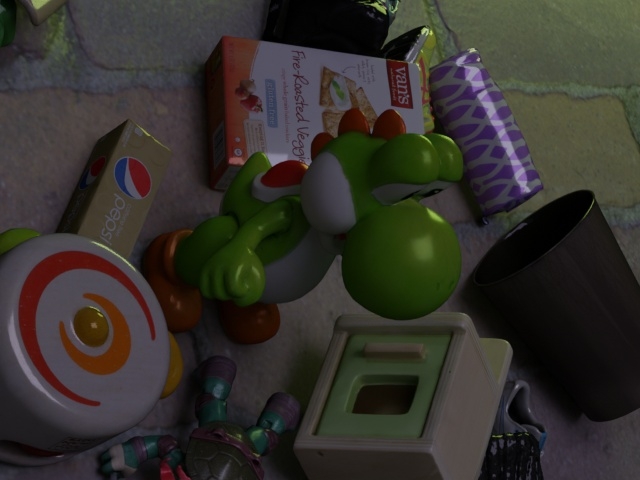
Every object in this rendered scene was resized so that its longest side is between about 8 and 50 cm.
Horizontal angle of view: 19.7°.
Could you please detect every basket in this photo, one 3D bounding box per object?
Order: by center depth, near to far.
[{"bbox_3d":[0.310,0.085,2.160,0.227,0.154,0.204,55,41,-12],"label":"basket"}]

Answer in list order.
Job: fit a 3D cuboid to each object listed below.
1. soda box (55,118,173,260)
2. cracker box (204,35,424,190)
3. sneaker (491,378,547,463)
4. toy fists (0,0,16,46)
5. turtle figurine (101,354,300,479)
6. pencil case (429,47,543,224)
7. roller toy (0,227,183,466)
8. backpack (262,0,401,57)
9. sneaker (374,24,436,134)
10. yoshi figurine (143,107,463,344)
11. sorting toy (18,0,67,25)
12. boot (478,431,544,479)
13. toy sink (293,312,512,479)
[{"bbox_3d":[-0.208,-0.028,1.792,0.061,0.058,0.181,38,47,-23],"label":"soda box"},{"bbox_3d":[-0.004,-0.125,1.978,0.232,0.067,0.155,6,64,-21],"label":"cracker box"},{"bbox_3d":[0.219,0.243,2.040,0.071,0.083,0.190,2,70,-45],"label":"sneaker"},{"bbox_3d":[-0.397,-0.199,1.675,0.279,0.096,0.142,-20,85,-48],"label":"toy fists"},{"bbox_3d":[-0.103,0.219,1.733,0.175,0.118,0.234,46,40,-16],"label":"turtle figurine"},{"bbox_3d":[0.194,-0.128,2.204,0.088,0.086,0.206,-9,76,-80],"label":"pencil case"},{"bbox_3d":[-0.236,0.098,1.638,0.209,0.146,0.191,51,45,-13],"label":"roller toy"},{"bbox_3d":[0.021,-0.270,2.083,0.115,0.152,0.182,39,35,-29],"label":"backpack"},{"bbox_3d":[0.096,-0.156,2.132,0.094,0.081,0.208,37,60,-24],"label":"sneaker"},{"bbox_3d":[-0.002,0.025,1.738,0.203,0.362,0.203,48,44,-15],"label":"yoshi figurine"},{"bbox_3d":[-0.301,-0.313,1.773,0.196,0.047,0.347,46,25,-9],"label":"sorting toy"},{"bbox_3d":[0.133,0.346,1.872,0.348,0.131,0.260,-10,79,-50],"label":"boot"},{"bbox_3d":[0.088,0.155,1.879,0.131,0.153,0.234,65,35,-40],"label":"toy sink"}]
